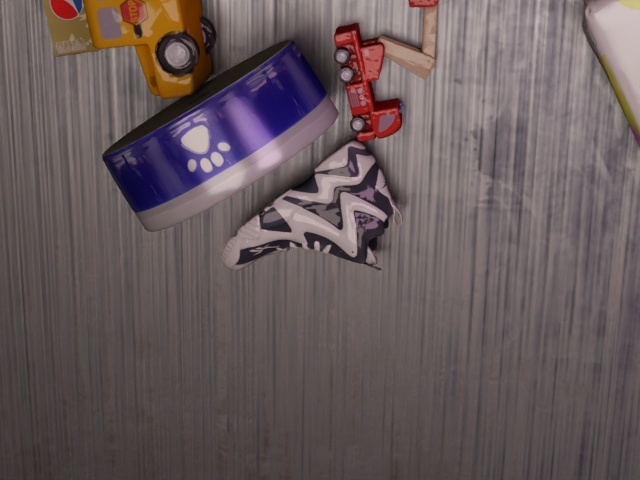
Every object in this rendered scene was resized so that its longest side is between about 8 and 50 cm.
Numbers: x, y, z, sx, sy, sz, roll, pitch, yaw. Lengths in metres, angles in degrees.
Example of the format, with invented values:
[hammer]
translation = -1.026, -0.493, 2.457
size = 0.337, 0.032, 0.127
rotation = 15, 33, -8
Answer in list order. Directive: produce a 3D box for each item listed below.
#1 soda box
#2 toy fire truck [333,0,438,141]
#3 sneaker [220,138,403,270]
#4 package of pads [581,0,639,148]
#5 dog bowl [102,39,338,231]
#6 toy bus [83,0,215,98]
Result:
[soda box]
translation = -0.304, -0.317, 1.700
size = 0.058, 0.061, 0.181
rotation = -6, 109, 10
[toy fire truck]
translation = 0.087, -0.220, 1.690
size = 0.135, 0.047, 0.192
rotation = -11, 110, 10
[sneaker]
translation = 0.000, 0.000, 1.760
size = 0.235, 0.094, 0.153
rotation = -38, 93, 9
[package of pads]
translation = 0.451, -0.194, 1.621
size = 0.229, 0.101, 0.297
rotation = -24, 105, 15
[dog bowl]
translation = -0.117, -0.123, 1.639
size = 0.265, 0.265, 0.104
rotation = -28, 102, 17
[toy bus]
translation = -0.216, -0.335, 1.656
size = 0.130, 0.108, 0.333
rotation = -6, 110, 10
